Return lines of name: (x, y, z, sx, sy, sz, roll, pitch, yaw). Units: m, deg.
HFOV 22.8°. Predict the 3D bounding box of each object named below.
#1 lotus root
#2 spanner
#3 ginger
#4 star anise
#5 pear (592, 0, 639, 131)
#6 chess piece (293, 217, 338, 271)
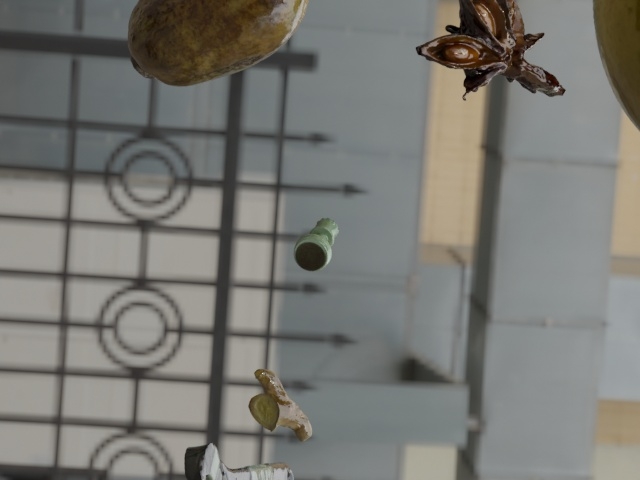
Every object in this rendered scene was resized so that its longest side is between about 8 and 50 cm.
lotus root: (-0.097, -0.255, 1.757, 0.128, 0.260, 0.145, 51, 28, -32)
spanner: (-0.071, 0.244, 1.551, 0.316, 0.024, 0.087, 30, 48, -74)
ginger: (-0.044, 0.181, 1.687, 0.097, 0.048, 0.030, 55, -29, -16)
star anise: (0.193, -0.234, 1.777, 0.053, 0.212, 0.157, -11, -95, 55)
pear: (0.510, -0.269, 1.913, 0.362, 0.362, 0.418, 104, -18, -66)
chess piece: (0.000, 0.000, 1.780, 0.093, 0.042, 0.042, -56, 155, -65)
